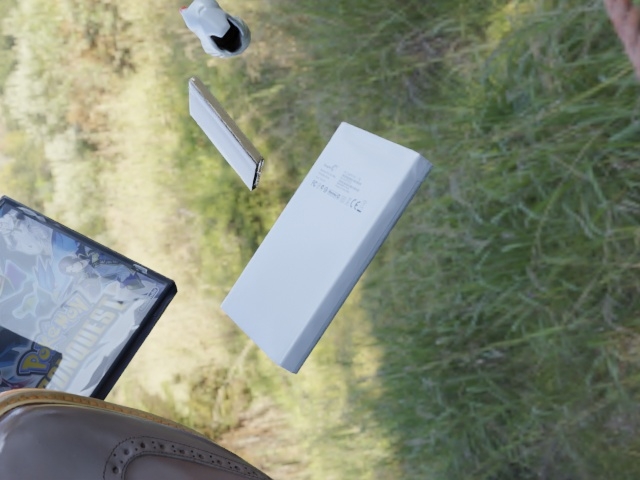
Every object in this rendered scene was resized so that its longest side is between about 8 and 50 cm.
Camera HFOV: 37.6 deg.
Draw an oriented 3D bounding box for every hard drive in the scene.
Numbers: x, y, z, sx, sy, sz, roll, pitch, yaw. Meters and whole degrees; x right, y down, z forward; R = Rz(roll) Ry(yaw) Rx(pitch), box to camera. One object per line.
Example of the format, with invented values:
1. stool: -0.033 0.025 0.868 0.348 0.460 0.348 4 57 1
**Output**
1. hard drive: 0.000 0.000 1.225 0.307 0.040 0.203 -57 32 1

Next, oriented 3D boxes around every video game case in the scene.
1. video game case: -0.339 0.106 1.057 0.274 0.248 0.035 -58 -15 -24

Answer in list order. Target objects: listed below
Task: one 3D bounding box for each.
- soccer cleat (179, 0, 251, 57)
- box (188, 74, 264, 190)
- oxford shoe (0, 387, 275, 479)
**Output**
1. soccer cleat: -0.130 -0.277 1.282 0.076 0.068 0.196 43 -174 11
2. box: -0.179 -0.197 1.758 0.201 0.021 0.164 51 165 7
3. oxford shoe: -0.029 0.186 0.517 0.133 0.364 0.130 -16 45 52
